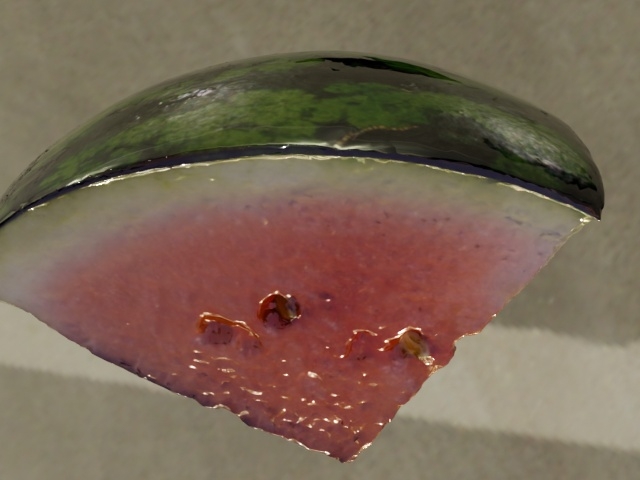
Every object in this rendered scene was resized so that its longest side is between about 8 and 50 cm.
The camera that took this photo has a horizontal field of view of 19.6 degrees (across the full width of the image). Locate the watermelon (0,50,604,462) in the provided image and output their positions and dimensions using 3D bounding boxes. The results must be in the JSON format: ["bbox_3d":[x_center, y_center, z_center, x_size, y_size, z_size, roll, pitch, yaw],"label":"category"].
[{"bbox_3d":[-0.002,-0.020,0.595,0.193,0.145,0.137,-3,131,13],"label":"watermelon"}]
